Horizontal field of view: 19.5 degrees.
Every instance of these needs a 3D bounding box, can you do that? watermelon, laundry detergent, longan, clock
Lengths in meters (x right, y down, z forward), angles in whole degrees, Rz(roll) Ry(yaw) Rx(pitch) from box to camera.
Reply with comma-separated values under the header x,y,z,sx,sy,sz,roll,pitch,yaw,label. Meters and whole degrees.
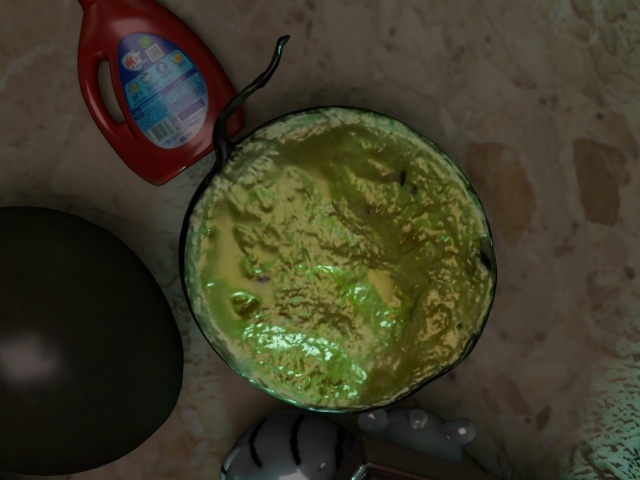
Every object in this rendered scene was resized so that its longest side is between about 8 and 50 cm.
x,y,z,sx,sy,sz,roll,pitch,yaw,label
0.005,0.006,1.289,0.232,0.127,0.204,36,92,-5,watermelon
-0.130,-0.125,1.308,0.097,0.049,0.165,-34,96,8,laundry detergent
-0.197,0.067,1.270,0.212,0.198,0.198,26,99,16,longan
0.018,0.160,1.321,0.176,0.080,0.117,5,127,-2,clock

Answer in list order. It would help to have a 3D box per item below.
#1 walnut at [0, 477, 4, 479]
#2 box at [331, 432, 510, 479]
x,y,z,sx,sy,sz,roll,pitch,yaw,label
-0.278,0.221,1.310,0.184,0.155,0.155,34,97,-4,walnut
0.079,0.258,1.294,0.215,0.086,0.215,19,123,-19,box
